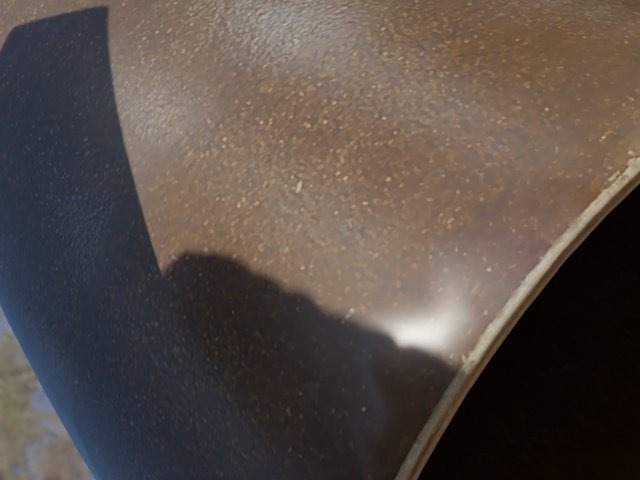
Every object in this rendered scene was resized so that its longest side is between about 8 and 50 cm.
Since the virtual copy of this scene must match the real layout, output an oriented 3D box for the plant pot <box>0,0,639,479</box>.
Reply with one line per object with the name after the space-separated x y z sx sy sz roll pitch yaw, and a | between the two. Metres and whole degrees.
0.000 0.000 0.452 0.215 0.230 0.215 -32 -40 -31 | plant pot
